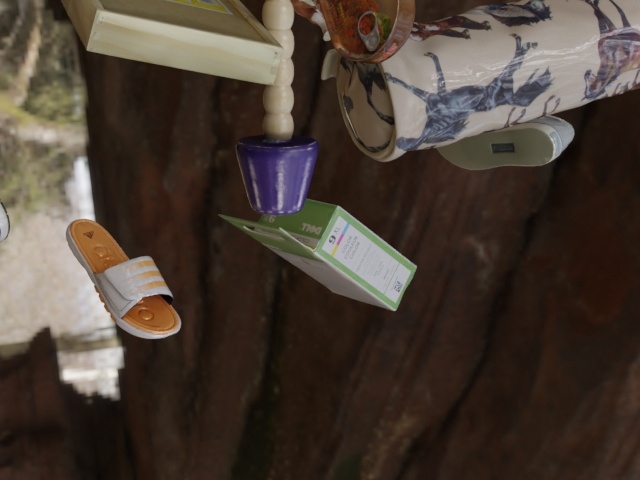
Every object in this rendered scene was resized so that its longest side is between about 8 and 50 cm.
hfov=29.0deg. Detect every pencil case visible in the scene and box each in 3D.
[{"bbox_3d":[0.217,-0.223,1.508,0.183,0.410,0.160,-124,-158,-49],"label":"pencil case"}]

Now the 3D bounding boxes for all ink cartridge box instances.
[{"bbox_3d":[0.000,0.000,1.363,0.109,0.209,0.062,15,-105,47],"label":"ink cartridge box"}]

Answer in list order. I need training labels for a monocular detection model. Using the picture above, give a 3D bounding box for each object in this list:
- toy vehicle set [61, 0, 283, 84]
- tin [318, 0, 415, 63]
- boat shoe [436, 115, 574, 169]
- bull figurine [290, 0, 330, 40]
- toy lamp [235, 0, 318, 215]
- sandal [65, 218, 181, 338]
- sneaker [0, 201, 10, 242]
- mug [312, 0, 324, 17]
[{"bbox_3d":[-0.151,-0.217,1.132,0.267,0.166,0.035,-125,-132,-57],"label":"toy vehicle set"},{"bbox_3d":[0.046,-0.282,1.357,0.106,0.040,0.190,-37,-120,42],"label":"tin"},{"bbox_3d":[0.272,-0.151,1.829,0.227,0.081,0.079,8,-64,44],"label":"boat shoe"},{"bbox_3d":[0.004,-0.412,2.069,0.188,0.310,0.101,54,-49,31],"label":"bull figurine"},{"bbox_3d":[-0.039,-0.161,1.121,0.080,0.080,0.275,-134,-136,-72],"label":"toy lamp"},{"bbox_3d":[-0.316,0.045,1.966,0.265,0.102,0.076,48,-47,21],"label":"sandal"},{"bbox_3d":[-0.607,-0.106,1.939,0.107,0.124,0.283,-35,-95,44],"label":"sneaker"},{"bbox_3d":[0.044,-0.392,1.848,0.113,0.150,0.169,92,-25,-54],"label":"mug"}]
